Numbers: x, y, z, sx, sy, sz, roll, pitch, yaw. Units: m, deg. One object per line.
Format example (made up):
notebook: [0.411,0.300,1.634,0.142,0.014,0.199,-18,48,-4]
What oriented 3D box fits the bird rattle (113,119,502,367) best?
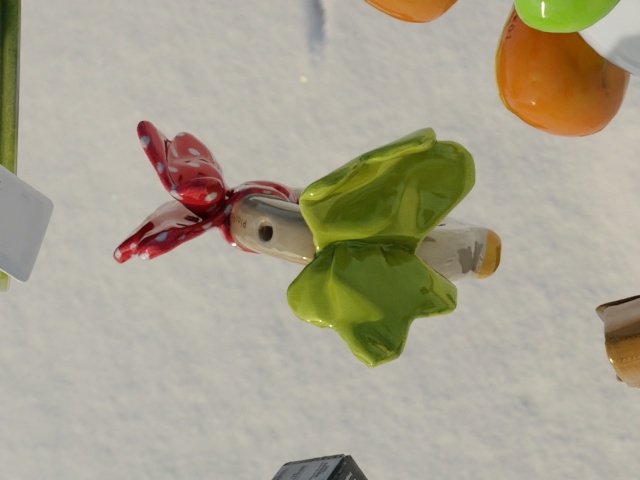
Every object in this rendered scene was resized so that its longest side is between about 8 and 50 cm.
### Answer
bird rattle: [0.000,0.000,0.999,0.253,0.207,0.143,5,90,43]

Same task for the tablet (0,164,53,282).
tablet: [-0.167,-0.021,0.739,0.006,0.083,0.054,-28,37,38]

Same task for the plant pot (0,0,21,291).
plant pot: [-0.418,-0.143,1.193,0.366,0.353,0.366,-179,90,-76]

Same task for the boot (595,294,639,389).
boot: [0.329,0.049,1.199,0.211,0.295,0.104,-17,83,20]

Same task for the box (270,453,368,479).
box: [0.002,0.211,0.582,0.045,0.184,0.190,-15,25,43]

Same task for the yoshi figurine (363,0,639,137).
yoshi figurine: [0.156,-0.068,0.519,0.362,0.204,0.203,13,123,56]
